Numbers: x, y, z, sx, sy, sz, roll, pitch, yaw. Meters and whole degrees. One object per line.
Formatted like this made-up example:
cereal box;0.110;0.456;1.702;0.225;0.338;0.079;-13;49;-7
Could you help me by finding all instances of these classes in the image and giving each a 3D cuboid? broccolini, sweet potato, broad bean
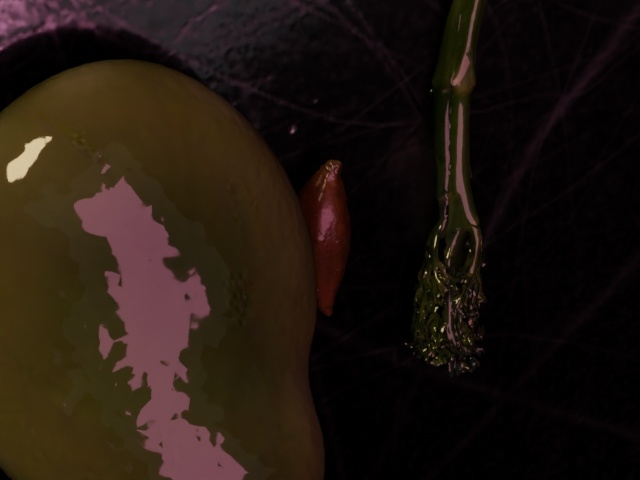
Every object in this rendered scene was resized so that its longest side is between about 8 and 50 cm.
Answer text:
broccolini;0.078;-0.039;0.689;0.054;0.051;0.239;-3;107;-17
sweet potato;0.000;0.000;0.671;0.034;0.034;0.095;-9;115;-21
broad bean;-0.091;0.041;0.613;0.189;0.121;0.263;-15;104;-12
